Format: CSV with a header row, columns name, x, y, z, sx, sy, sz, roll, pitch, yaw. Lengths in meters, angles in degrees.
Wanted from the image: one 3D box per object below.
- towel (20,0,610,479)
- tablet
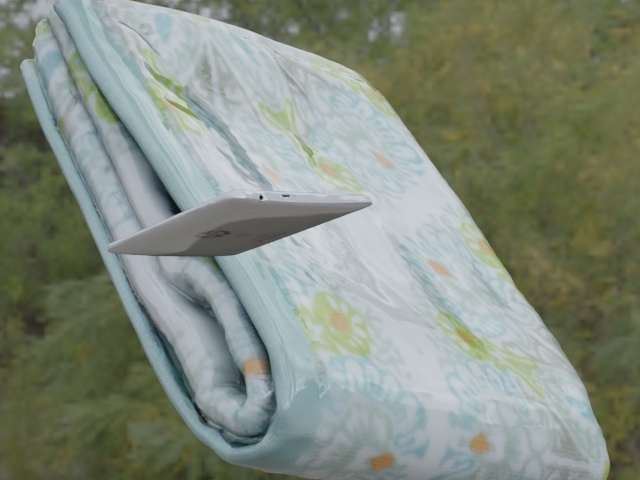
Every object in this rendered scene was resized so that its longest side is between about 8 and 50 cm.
name,x,y,z,sx,sy,sz,roll,pitch,yaw
towel,0.000,0.000,0.925,0.320,0.374,0.090,13,-53,-44
tablet,-0.028,-0.004,0.478,0.054,0.006,0.083,1,-13,-36
